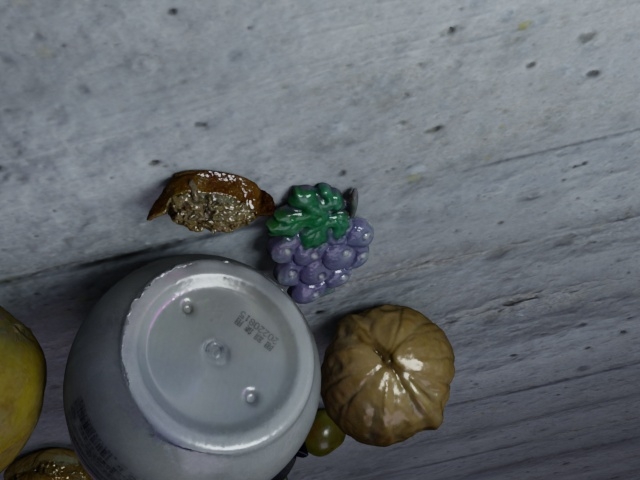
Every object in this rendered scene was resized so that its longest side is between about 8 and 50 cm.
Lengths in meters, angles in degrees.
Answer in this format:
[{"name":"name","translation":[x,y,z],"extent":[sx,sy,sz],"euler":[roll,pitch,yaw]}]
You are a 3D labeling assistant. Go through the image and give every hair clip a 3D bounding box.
[{"name":"hair clip","translation":[-0.001,-0.001,0.967],"extent":[0.124,0.052,0.195],"euler":[-19,142,-7]}]

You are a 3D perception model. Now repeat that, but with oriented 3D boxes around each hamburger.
[{"name":"hamburger","translation":[-0.458,0.407,1.436],"extent":[0.147,0.083,0.138],"euler":[-28,143,21]}]

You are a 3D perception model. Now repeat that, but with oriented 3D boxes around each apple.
[{"name":"apple","translation":[0.005,0.337,1.496],"extent":[0.090,0.074,0.089],"euler":[-29,158,-13]}]

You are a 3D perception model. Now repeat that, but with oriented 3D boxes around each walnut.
[{"name":"walnut","translation":[0.092,0.188,1.172],"extent":[0.213,0.213,0.213],"euler":[-9,150,-5]}]

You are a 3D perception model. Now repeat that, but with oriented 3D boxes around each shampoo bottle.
[{"name":"shampoo bottle","translation":[-0.150,0.164,0.955],"extent":[0.273,0.272,0.266],"euler":[4,155,-25]}]

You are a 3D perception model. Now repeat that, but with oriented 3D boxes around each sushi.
[{"name":"sushi","translation":[-0.110,-0.035,0.849],"extent":[0.120,0.055,0.052],"euler":[9,150,-29]}]

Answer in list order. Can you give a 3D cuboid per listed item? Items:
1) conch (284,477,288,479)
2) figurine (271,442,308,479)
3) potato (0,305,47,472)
[{"name":"conch","translation":[-0.123,0.486,1.664],"extent":[0.173,0.105,0.116],"euler":[-25,148,18]},{"name":"figurine","translation":[-0.146,0.321,1.350],"extent":[0.309,0.143,0.308],"euler":[7,153,4]},{"name":"potato","translation":[-0.493,0.132,0.880],"extent":[0.397,0.290,0.296],"euler":[43,92,-12]}]
